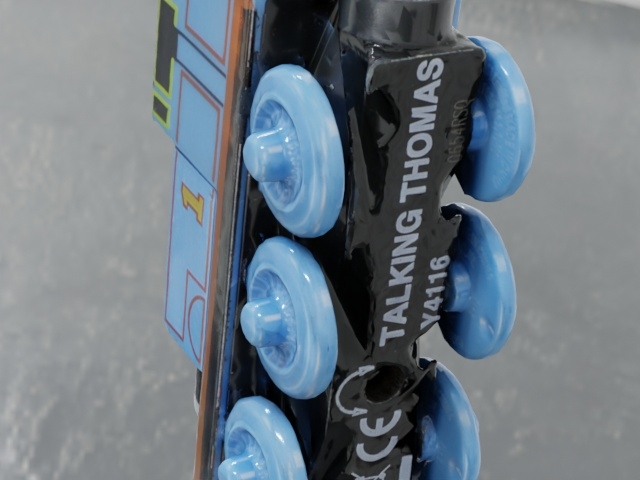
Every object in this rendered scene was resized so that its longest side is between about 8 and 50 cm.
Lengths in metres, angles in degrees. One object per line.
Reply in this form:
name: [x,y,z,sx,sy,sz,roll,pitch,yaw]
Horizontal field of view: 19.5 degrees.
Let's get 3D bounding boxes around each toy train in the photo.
toy train: [0.000,0.000,0.506,0.080,0.184,0.105,-11,34,-26]
